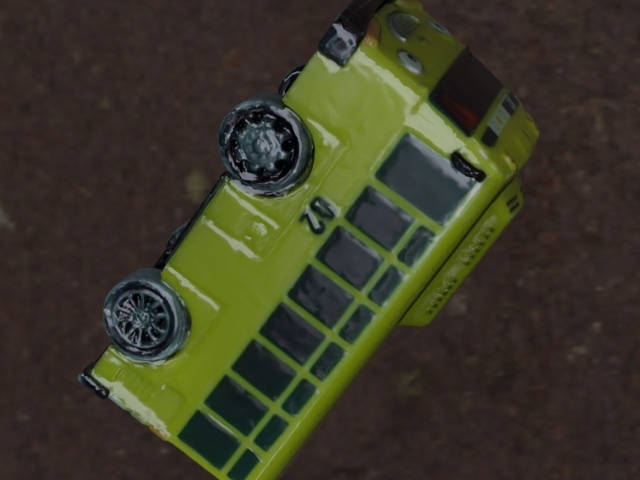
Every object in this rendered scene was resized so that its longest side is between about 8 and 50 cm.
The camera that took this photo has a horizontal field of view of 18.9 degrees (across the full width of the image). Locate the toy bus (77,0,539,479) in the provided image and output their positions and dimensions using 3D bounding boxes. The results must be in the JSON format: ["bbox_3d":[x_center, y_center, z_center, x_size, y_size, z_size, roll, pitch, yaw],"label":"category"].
[{"bbox_3d":[0.000,0.000,1.045,0.150,0.128,0.262,38,114,2],"label":"toy bus"}]
